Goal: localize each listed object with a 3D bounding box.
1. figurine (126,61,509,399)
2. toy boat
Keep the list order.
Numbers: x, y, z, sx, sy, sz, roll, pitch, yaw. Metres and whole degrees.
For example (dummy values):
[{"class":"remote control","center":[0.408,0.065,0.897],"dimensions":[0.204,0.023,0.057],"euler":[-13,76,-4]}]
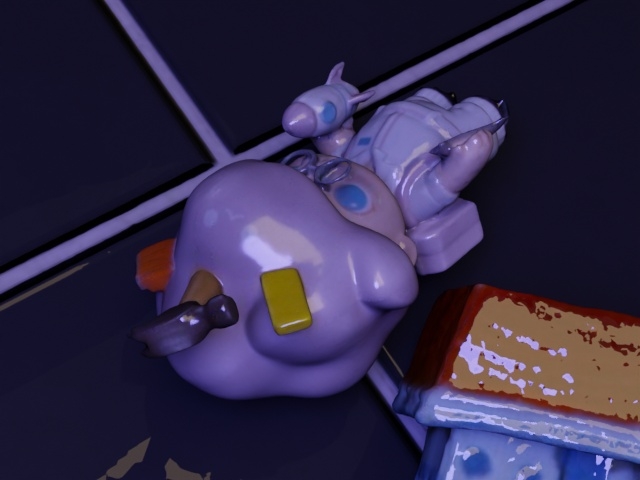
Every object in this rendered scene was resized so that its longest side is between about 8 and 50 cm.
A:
[{"class":"figurine","center":[0.000,0.000,0.633],"dimensions":[0.137,0.112,0.229],"euler":[19,47,37]},{"class":"toy boat","center":[0.194,0.117,0.601],"dimensions":[0.332,0.145,0.133],"euler":[13,84,-3]}]
